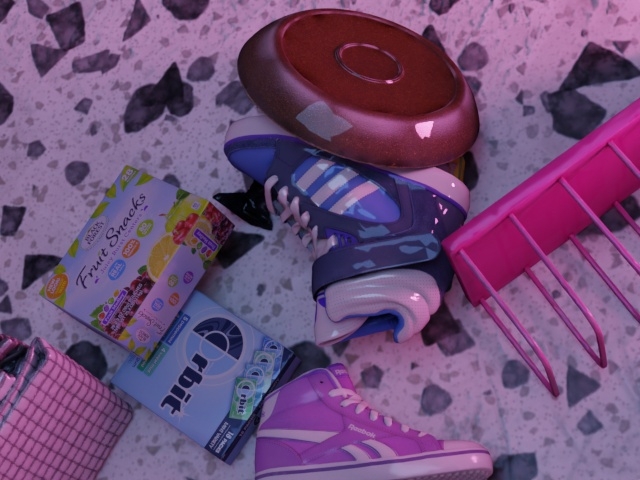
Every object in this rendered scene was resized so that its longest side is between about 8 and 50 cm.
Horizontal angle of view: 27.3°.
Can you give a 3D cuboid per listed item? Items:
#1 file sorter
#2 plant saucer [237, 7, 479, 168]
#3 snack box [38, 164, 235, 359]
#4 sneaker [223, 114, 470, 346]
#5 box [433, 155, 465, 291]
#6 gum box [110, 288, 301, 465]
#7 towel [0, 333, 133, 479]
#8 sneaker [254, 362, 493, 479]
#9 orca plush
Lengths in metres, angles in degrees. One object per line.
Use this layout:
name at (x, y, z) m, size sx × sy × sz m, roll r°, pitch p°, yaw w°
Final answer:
file sorter at (0.318, 0.015, 1.475) m, size 0.290 × 0.202 × 0.182 m, roll -36°, pitch 66°, yaw 0°
plant saucer at (0.054, -0.200, 1.605) m, size 0.310 × 0.050 × 0.311 m, roll 13°, pitch 37°, yaw -10°
snack box at (-0.234, 0.025, 1.670) m, size 0.174 × 0.070 × 0.207 m, roll 25°, pitch 76°, yaw 41°
sneaker at (0.000, 0.000, 1.552) m, size 0.322 × 0.130 × 0.236 m, roll 18°, pitch 69°, yaw 11°
box at (0.119, -0.024, 1.631) m, size 0.105 × 0.043 × 0.179 m, roll 2°, pitch 72°, yaw 15°
gum box at (-0.143, 0.162, 1.631) m, size 0.184 × 0.041 × 0.157 m, roll 30°, pitch 80°, yaw 24°
towel at (-0.380, 0.255, 1.556) m, size 0.121 × 0.235 × 0.284 m, roll 24°, pitch 77°, yaw 28°
sneaker at (0.058, 0.214, 1.526) m, size 0.282 × 0.102 × 0.161 m, roll -4°, pitch 66°, yaw 14°
orca plush at (-0.046, -0.164, 1.696) m, size 0.151 × 0.102 × 0.287 m, roll 37°, pitch 83°, yaw 24°
